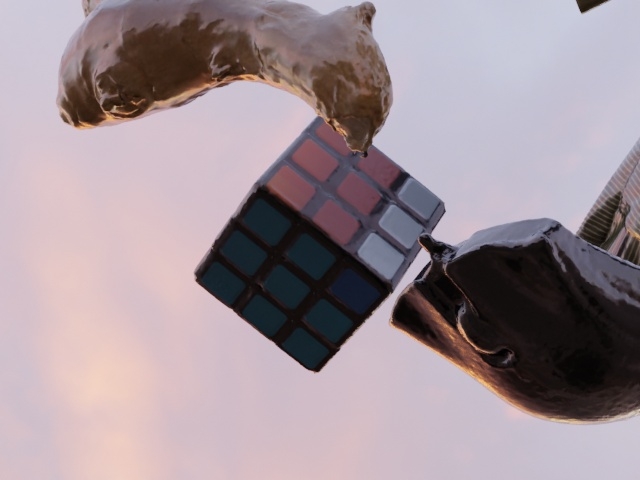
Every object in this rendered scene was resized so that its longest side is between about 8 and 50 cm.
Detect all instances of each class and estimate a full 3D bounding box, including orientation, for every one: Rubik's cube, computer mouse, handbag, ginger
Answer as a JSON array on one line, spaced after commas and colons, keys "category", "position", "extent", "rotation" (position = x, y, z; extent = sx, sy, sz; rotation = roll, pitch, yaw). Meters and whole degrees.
[{"category": "Rubik's cube", "position": [0.000, 0.000, 1.110], "extent": [0.160, 0.163, 0.162], "rotation": [38, -49, -1]}, {"category": "computer mouse", "position": [0.162, 0.067, 0.748], "extent": [0.264, 0.088, 0.147], "rotation": [26, -36, -24]}, {"category": "handbag", "position": [0.494, 0.028, 1.486], "extent": [0.340, 0.247, 0.240], "rotation": [20, -59, -35]}, {"category": "ginger", "position": [-0.078, -0.122, 0.705], "extent": [0.333, 0.148, 0.081], "rotation": [14, -41, 45]}]

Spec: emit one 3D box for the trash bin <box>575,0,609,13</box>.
[{"category": "trash bin", "position": [0.196, -0.181, 0.698], "extent": [0.092, 0.061, 0.043], "rotation": [-23, -80, 21]}]
